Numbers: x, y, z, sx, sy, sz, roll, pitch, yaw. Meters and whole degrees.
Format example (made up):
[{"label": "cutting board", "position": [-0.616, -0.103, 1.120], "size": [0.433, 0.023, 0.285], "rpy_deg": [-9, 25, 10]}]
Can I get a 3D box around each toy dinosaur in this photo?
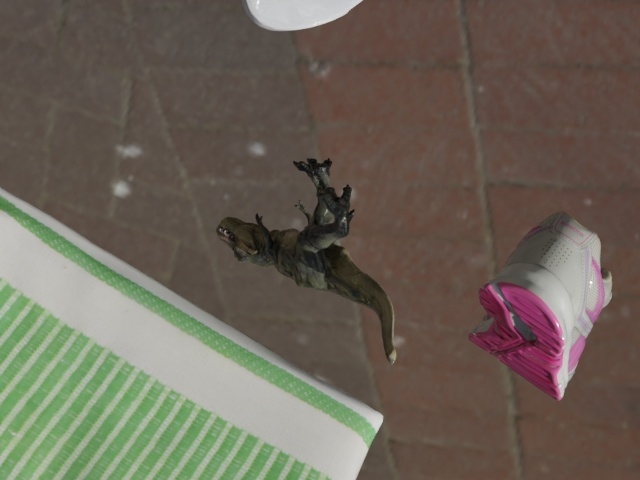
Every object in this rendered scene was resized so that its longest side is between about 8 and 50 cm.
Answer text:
[{"label": "toy dinosaur", "position": [0.000, 0.000, 1.261], "size": [0.064, 0.268, 0.118], "rpy_deg": [-8, 113, -31]}]

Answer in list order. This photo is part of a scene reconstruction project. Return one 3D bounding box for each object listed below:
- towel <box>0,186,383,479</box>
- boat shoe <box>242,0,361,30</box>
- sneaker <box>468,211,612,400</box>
[{"label": "towel", "position": [-0.131, 0.137, 0.589], "size": [0.248, 0.325, 0.038], "rpy_deg": [31, 140, -2]}, {"label": "boat shoe", "position": [0.025, -0.334, 1.714], "size": [0.108, 0.301, 0.102], "rpy_deg": [55, 160, -11]}, {"label": "sneaker", "position": [0.201, 0.056, 1.275], "size": [0.103, 0.111, 0.252], "rpy_deg": [35, 165, 12]}]
